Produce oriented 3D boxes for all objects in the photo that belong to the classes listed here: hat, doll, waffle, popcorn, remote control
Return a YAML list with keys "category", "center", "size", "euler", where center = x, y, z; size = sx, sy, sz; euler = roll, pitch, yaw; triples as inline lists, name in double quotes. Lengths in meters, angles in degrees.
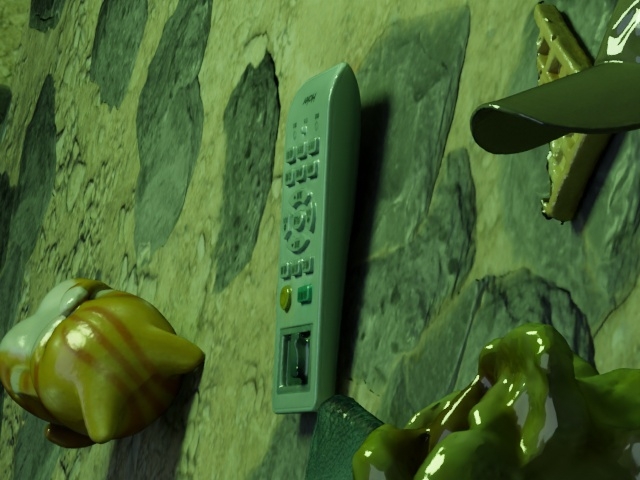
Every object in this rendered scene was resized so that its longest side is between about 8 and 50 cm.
- category: "hat"
  center: [0.174, -0.119, 1.121]
  size: [0.166, 0.173, 0.144]
  euler: [177, 98, -68]
- category: "doll"
  center: [-0.238, 0.127, 2.082]
  size: [0.166, 0.162, 0.269]
  euler: [-50, 10, -13]
- category: "waffle"
  center: [0.157, -0.090, 1.348]
  size: [0.152, 0.023, 0.097]
  euler: [-112, 40, -54]
- category: "popcorn"
  center: [0.131, 0.163, 1.005]
  size: [0.256, 0.255, 0.195]
  euler: [-24, 29, 34]
- category: "remote control"
  center: [-0.001, 0.000, 1.679]
  size: [0.103, 0.051, 0.293]
  euler: [164, 112, -68]

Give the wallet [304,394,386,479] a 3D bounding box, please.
- category: "wallet"
  center: [0.062, 0.238, 1.381]
  size: [0.379, 0.046, 0.190]
  euler: [-154, 75, -68]
